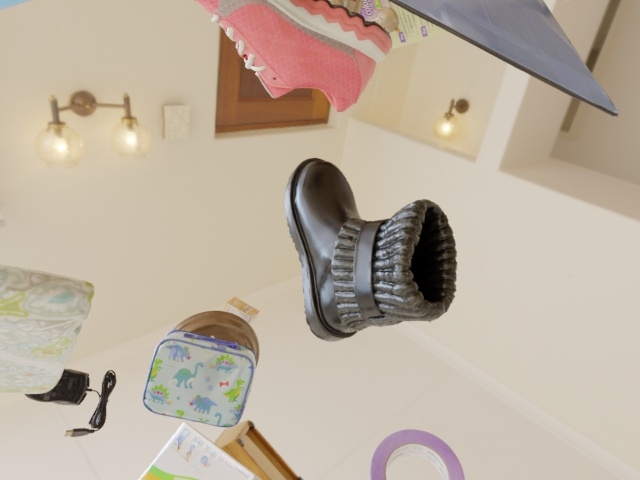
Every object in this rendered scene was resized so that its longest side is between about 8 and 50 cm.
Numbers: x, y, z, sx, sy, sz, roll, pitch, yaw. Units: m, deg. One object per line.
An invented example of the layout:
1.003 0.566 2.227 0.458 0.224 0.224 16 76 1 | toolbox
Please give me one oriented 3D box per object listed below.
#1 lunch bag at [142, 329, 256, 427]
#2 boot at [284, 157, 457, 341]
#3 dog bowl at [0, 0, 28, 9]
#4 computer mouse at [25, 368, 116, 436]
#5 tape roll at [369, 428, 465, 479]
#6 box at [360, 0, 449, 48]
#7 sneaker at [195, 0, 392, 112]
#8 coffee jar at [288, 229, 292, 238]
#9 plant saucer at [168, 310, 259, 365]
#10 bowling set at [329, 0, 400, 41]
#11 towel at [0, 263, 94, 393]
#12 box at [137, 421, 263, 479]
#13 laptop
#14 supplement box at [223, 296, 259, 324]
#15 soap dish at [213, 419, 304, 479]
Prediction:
-0.254 0.293 0.993 0.219 0.176 0.090 14 -179 -7 | lunch bag
0.070 -0.022 0.728 0.131 0.260 0.348 0 -112 -33 | boot
-0.410 -0.420 0.697 0.297 0.074 0.166 -5 -142 18 | dog bowl
-0.703 0.442 1.267 0.060 0.184 0.262 -9 158 33 | computer mouse
0.284 0.715 1.374 0.275 0.090 0.275 -2 -138 2 | tape roll
0.209 -0.581 1.079 0.243 0.117 0.213 -7 161 22 | box
-0.065 -0.254 0.577 0.314 0.136 0.116 16 -157 -20 | sneaker
0.000 0.000 1.366 0.184 0.096 0.079 40 -161 -25 | coffee jar
-0.300 0.329 1.268 0.278 0.278 0.041 -2 -166 -21 | plant saucer
0.012 -0.471 0.900 0.200 0.154 0.287 -30 -99 -19 | bowling set
-0.533 0.128 0.663 0.320 0.374 0.090 12 -128 -31 | towel
-0.144 0.353 0.634 0.203 0.114 0.103 4 -132 48 | box
0.122 -0.370 0.399 0.236 0.408 0.382 -5 -133 10 | laptop
-0.252 0.226 1.472 0.098 0.036 0.062 28 -162 7 | supplement box
-0.166 0.626 1.220 0.291 0.118 0.229 47 177 6 | soap dish
